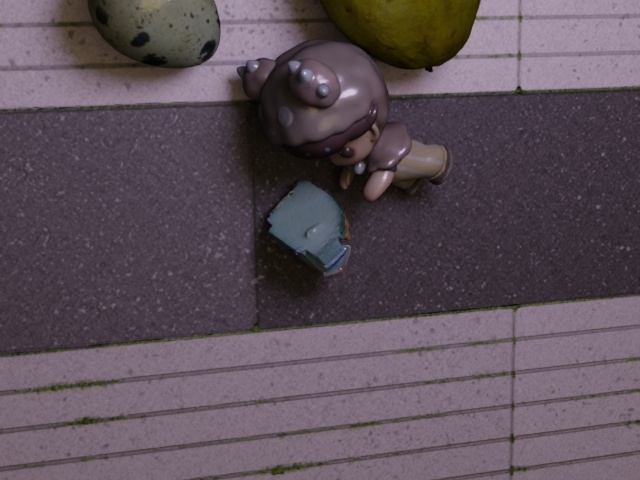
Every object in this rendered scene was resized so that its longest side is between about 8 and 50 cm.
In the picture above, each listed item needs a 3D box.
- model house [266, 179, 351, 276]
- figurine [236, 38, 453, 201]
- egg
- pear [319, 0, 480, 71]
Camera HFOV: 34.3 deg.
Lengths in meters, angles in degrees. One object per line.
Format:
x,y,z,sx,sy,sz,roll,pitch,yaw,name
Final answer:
0.000,0.000,1.776,0.119,0.148,0.149,-47,140,-10,model house
0.054,-0.193,1.709,0.380,0.248,0.203,32,85,-32,figurine
-0.251,-0.355,1.603,0.228,0.177,0.177,38,88,-34,egg
0.133,-0.425,1.659,0.287,0.287,0.375,-29,127,-9,pear
